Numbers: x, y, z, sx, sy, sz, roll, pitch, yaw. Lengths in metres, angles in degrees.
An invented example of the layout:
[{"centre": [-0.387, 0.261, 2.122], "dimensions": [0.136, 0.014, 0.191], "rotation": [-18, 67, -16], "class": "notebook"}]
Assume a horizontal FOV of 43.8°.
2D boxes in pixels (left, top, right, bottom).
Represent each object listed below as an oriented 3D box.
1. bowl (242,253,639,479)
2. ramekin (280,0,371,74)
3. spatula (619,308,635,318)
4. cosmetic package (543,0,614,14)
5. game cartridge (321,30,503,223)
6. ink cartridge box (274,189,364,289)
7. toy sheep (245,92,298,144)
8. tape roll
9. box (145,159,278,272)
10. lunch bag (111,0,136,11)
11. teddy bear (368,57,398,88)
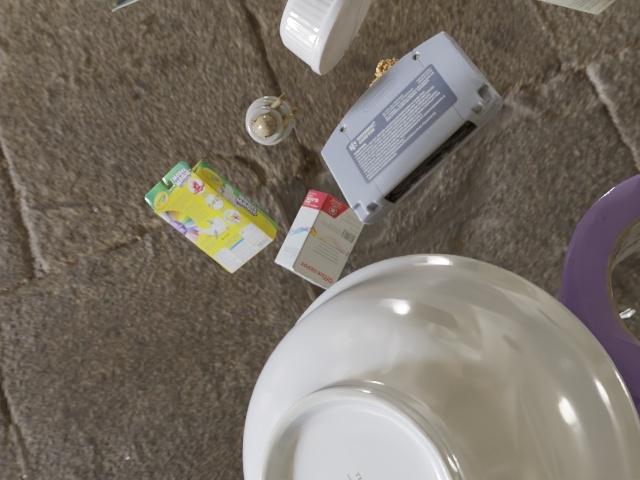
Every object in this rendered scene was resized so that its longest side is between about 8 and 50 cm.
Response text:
[{"centre": [0.053, 0.157, 0.534], "dimensions": [0.297, 0.134, 0.298], "rotation": [0, 90, 31], "class": "bowl"}, {"centre": [0.015, -0.527, 1.818], "dimensions": [0.127, 0.273, 0.273], "rotation": [31, 85, 6], "class": "ramekin"}, {"centre": [0.556, 0.189, 1.588], "dimensions": [0.168, 0.242, 0.019], "rotation": [-37, 76, 8], "class": "spatula"}, {"centre": [0.373, -0.507, 1.354], "dimensions": [0.296, 0.129, 0.153], "rotation": [11, 83, -5], "class": "cosmetic package"}, {"centre": [0.138, -0.191, 1.313], "dimensions": [0.297, 0.062, 0.198], "rotation": [-43, 47, 21], "class": "game cartridge"}, {"centre": [0.000, 0.000, 1.685], "dimensions": [0.072, 0.127, 0.175], "rotation": [18, 79, 51], "class": "ink cartridge box"}, {"centre": [-0.085, -0.207, 1.366], "dimensions": [0.091, 0.132, 0.091], "rotation": [2, 106, 7], "class": "toy sheep"}, {"centre": [0.274, 0.044, 0.590], "dimensions": [0.188, 0.080, 0.189], "rotation": [-4, 66, 10], "class": "tape roll"}, {"centre": [-0.164, -0.040, 1.189], "dimensions": [0.179, 0.043, 0.105], "rotation": [40, 122, -21], "class": "box"}, {"centre": [-0.202, -0.344, 0.828], "dimensions": [0.287, 0.235, 0.169], "rotation": [-1, 90, -40], "class": "lunch bag"}, {"centre": [0.117, -0.265, 1.690], "dimensions": [0.113, 0.245, 0.338], "rotation": [23, 49, -9], "class": "teddy bear"}]
